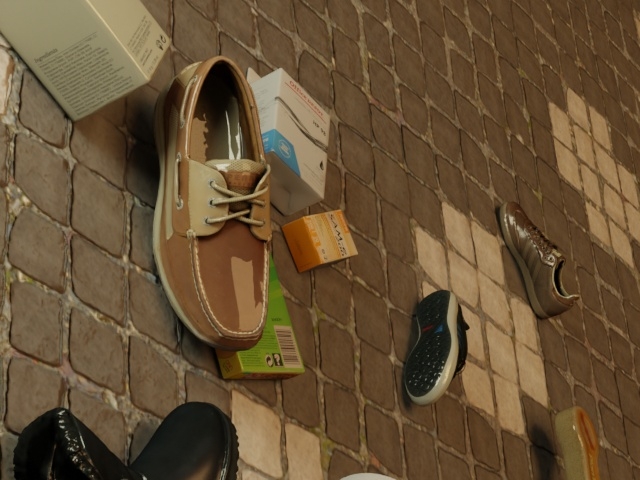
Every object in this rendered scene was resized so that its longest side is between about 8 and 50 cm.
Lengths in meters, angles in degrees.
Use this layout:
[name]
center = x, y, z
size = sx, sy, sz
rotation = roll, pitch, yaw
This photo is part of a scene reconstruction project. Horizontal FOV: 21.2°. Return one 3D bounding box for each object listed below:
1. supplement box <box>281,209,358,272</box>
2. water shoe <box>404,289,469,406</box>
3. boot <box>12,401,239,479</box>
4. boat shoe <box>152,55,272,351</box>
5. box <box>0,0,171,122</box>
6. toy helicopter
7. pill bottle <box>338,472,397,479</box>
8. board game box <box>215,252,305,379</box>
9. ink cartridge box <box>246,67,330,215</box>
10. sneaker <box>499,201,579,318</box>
[supplement box]
center = 0.000, 0.000, 2.077
size = 0.098, 0.036, 0.062
rotation = -14, 82, -62
[water shoe]
center = 0.162, 0.149, 2.201
size = 0.080, 0.073, 0.203
rotation = 52, 32, -28
[boot]
center = -0.177, 0.206, 1.559
size = 0.207, 0.094, 0.246
rotation = 48, 39, -36
[boat shoe]
center = -0.109, -0.045, 1.800
size = 0.123, 0.116, 0.324
rotation = -2, 70, -27
[box]
center = -0.280, -0.262, 1.729
size = 0.275, 0.113, 0.094
rotation = 54, 30, -23
[toy helicopter]
center = 0.374, 0.386, 2.318
size = 0.235, 0.140, 0.355
rotation = 42, 33, -39
[pill bottle]
center = 0.019, 0.361, 1.702
size = 0.161, 0.161, 0.283
rotation = 59, 30, -12
[board game box]
center = -0.096, 0.027, 1.897
size = 0.124, 0.039, 0.259
rotation = 8, 64, -57
[ink cartridge box]
center = -0.043, -0.133, 2.080
size = 0.104, 0.060, 0.180
rotation = 43, 36, -35
[sneaker]
center = 0.334, 0.021, 2.588
size = 0.066, 0.071, 0.188
rotation = -11, 79, -61
